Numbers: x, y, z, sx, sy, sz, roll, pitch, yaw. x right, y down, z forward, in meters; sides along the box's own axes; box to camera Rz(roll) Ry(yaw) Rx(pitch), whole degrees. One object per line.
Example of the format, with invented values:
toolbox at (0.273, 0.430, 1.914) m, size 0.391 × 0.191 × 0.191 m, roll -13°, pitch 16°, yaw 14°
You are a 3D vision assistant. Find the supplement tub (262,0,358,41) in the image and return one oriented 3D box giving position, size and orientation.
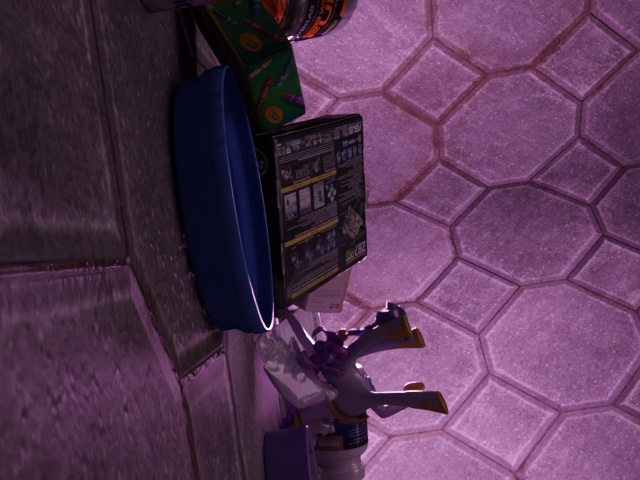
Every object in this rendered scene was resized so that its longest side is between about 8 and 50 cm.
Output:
supplement tub at (-0.074, -0.524, 1.907) m, size 0.338 × 0.207 × 0.207 m, roll -32°, pitch 116°, yaw -57°

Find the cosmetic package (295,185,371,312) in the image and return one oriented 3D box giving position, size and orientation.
cosmetic package at (0.000, 0.000, 2.115) m, size 0.160 × 0.113 × 0.310 m, roll 29°, pitch -72°, yaw 53°

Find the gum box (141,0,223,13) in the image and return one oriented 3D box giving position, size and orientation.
gum box at (-0.175, -0.335, 1.059) m, size 0.188 × 0.107 × 0.062 m, roll 52°, pitch 29°, yaw -85°

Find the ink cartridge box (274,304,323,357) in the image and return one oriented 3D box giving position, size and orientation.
ink cartridge box at (-0.060, 0.297, 2.179) m, size 0.239 × 0.060 × 0.275 m, roll -31°, pitch 115°, yaw -61°

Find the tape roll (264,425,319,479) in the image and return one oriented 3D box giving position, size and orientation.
tape roll at (-0.048, 0.438, 1.638) m, size 0.189 × 0.080 × 0.189 m, roll -9°, pitch 90°, yaw -87°

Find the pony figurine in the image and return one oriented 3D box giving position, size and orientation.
pony figurine at (0.033, 0.265, 1.833) m, size 0.303 × 0.363 × 0.351 m, roll -68°, pitch 134°, yaw -71°

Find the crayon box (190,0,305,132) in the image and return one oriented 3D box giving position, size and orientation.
crayon box at (-0.127, -0.326, 1.417) m, size 0.278 × 0.081 × 0.165 m, roll 58°, pitch -9°, yaw 29°

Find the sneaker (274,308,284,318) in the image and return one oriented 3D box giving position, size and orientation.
sneaker at (-0.101, 0.123, 2.045) m, size 0.158 × 0.061 × 0.065 m, roll -92°, pitch -160°, yaw -65°

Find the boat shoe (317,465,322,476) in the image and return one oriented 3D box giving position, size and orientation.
boat shoe at (-0.024, 0.536, 2.008) m, size 0.206 × 0.064 × 0.075 m, roll -86°, pitch 164°, yaw -86°

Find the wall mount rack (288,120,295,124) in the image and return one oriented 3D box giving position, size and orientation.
wall mount rack at (-0.135, -0.425, 2.135) m, size 0.350 × 0.130 × 0.304 m, roll 79°, pitch 0°, yaw -55°

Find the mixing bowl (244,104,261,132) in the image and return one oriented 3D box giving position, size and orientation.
mixing bowl at (-0.140, -0.286, 1.777) m, size 0.181 × 0.098 × 0.182 m, roll -11°, pitch 90°, yaw -84°

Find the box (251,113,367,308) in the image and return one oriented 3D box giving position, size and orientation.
box at (-0.023, -0.073, 1.767) m, size 0.395 × 0.097 × 0.318 m, roll -29°, pitch 117°, yaw -61°

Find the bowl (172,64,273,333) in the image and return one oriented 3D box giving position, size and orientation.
bowl at (-0.138, -0.056, 1.314) m, size 0.391 × 0.077 × 0.391 m, roll -8°, pitch 90°, yaw -88°

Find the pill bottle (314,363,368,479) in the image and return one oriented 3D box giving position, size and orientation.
pill bottle at (0.035, 0.429, 2.121) m, size 0.153 × 0.153 × 0.265 m, roll -40°, pitch 126°, yaw -87°
